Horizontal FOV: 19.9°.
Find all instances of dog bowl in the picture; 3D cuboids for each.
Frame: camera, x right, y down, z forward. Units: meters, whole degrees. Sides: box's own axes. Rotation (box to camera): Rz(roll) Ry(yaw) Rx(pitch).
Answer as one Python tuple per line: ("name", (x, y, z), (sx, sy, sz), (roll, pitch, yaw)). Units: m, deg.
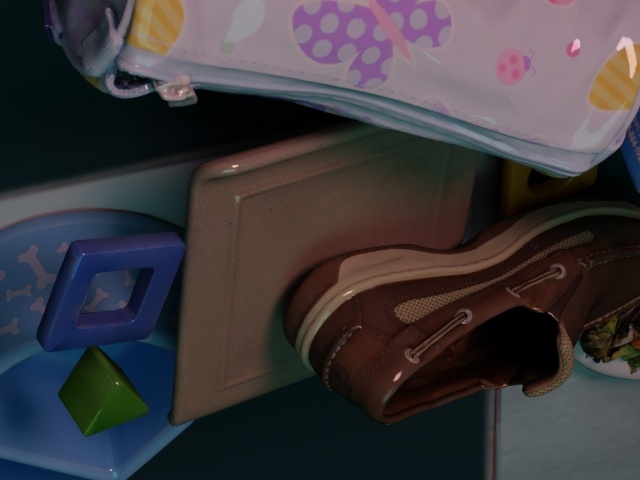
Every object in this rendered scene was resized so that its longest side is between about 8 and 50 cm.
("dog bowl", (-0.175, 0.100, 1.069), (0.166, 0.074, 0.297), (20, 132, -37))

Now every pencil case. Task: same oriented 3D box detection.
("pencil case", (0.019, -0.104, 0.824), (0.273, 0.124, 0.113), (8, 138, -28))

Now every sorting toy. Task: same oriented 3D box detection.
("sorting toy", (0.000, 0.000, 0.972), (0.347, 0.047, 0.196), (-18, 140, -28))

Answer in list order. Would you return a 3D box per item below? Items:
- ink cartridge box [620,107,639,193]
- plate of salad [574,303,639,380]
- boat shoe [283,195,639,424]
("ink cartridge box", (0.239, -0.123, 0.859), (0.078, 0.134, 0.231), (24, 130, -39))
("plate of salad", (0.249, 0.039, 1.148), (0.199, 0.048, 0.200), (-9, 144, -7))
("boat shoe", (0.105, 0.048, 0.995), (0.257, 0.095, 0.095), (-14, 138, -32))
